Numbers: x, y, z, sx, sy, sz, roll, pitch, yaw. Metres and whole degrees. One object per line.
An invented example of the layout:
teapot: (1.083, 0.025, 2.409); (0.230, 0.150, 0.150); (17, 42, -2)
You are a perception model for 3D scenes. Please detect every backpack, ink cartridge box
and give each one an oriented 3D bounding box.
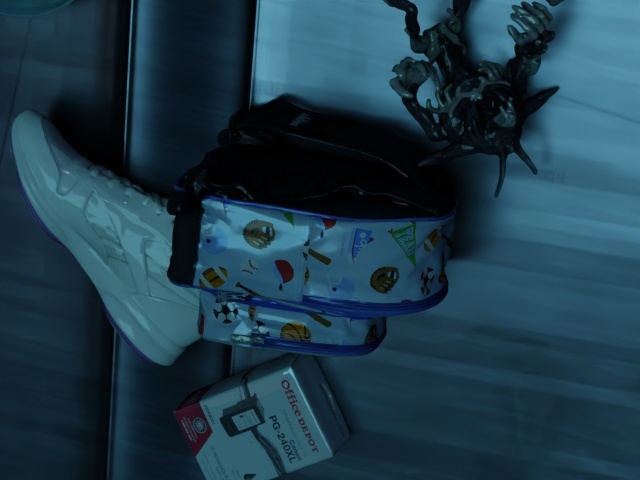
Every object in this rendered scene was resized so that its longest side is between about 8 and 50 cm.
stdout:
backpack: (0.000, 0.000, 1.821); (0.263, 0.276, 0.213); (3, 110, 10)
ink cartridge box: (-0.061, 0.194, 1.989); (0.150, 0.063, 0.109); (-23, 97, 22)

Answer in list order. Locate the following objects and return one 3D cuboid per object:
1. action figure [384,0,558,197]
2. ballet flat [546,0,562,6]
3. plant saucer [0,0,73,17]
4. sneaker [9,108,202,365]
action figure: (0.130, -0.177, 1.781); (0.164, 0.141, 0.275); (-30, 90, -9)
ballet flat: (0.286, -0.355, 1.712); (0.106, 0.107, 0.316); (15, 110, 5)
plant saucer: (-0.326, -0.379, 1.879); (0.318, 0.044, 0.317); (18, 126, 26)
sneaker: (-0.203, -0.024, 1.965); (0.152, 0.114, 0.305); (-35, 97, 9)
